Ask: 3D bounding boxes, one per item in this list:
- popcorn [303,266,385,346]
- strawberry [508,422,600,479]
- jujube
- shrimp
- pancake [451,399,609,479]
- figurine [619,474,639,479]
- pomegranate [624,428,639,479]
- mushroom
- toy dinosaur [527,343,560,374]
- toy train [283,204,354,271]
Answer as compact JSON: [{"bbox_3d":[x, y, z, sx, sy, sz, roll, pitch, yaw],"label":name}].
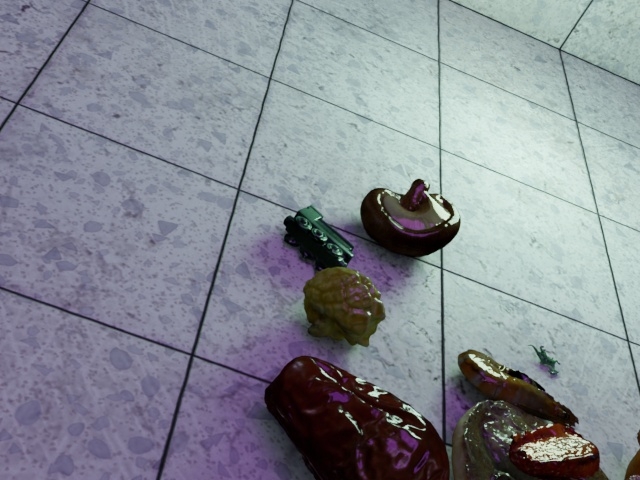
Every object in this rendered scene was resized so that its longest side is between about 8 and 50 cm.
[{"bbox_3d":[0.051,0.129,1.726,0.173,0.173,0.142,31,46,3],"label":"popcorn"},{"bbox_3d":[0.406,0.386,1.586,0.188,0.082,0.121,3,23,-26],"label":"strawberry"},{"bbox_3d":[0.055,0.327,1.482,0.342,0.216,0.216,34,37,26],"label":"jujube"},{"bbox_3d":[0.400,0.302,1.824,0.287,0.063,0.152,28,14,-15],"label":"shrimp"},{"bbox_3d":[0.392,0.455,1.621,0.387,0.082,0.387,23,39,-20],"label":"pancake"},{"bbox_3d":[0.573,0.497,1.627,0.054,0.072,0.129,-2,71,-32],"label":"figurine"},{"bbox_3d":[0.698,0.457,1.687,0.229,0.252,0.270,9,20,-36],"label":"pomegranate"},{"bbox_3d":[0.199,-0.036,2.027,0.231,0.138,0.194,11,54,-5],"label":"mushroom"},{"bbox_3d":[0.488,0.262,1.951,0.083,0.021,0.062,13,54,-22],"label":"toy dinosaur"},{"bbox_3d":[0.000,0.000,1.904,0.170,0.071,0.111,41,32,14],"label":"toy train"}]
